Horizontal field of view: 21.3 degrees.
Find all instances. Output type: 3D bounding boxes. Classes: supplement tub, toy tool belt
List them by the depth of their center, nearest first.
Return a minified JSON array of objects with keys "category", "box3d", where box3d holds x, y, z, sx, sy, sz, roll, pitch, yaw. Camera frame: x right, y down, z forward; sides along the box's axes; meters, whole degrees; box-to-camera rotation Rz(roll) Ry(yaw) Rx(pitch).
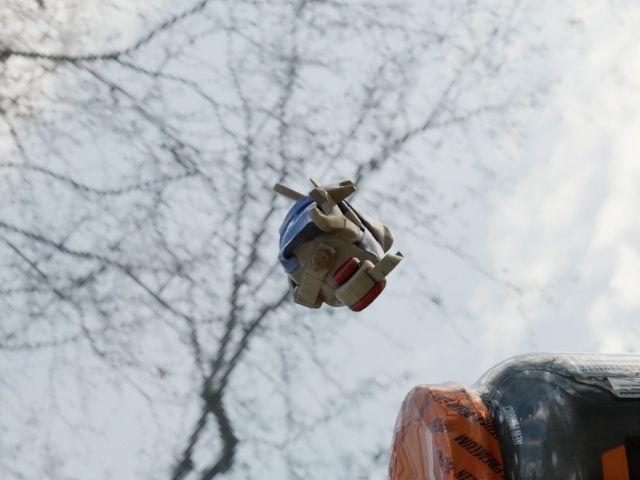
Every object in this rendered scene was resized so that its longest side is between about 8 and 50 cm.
[{"category":"toy tool belt","box3d":[0.000,0.000,0.693,0.052,0.083,0.051,-45,-81,5]},{"category":"supplement tub","box3d":[0.225,0.176,1.118,0.338,0.207,0.207,1,-58,-12]}]
